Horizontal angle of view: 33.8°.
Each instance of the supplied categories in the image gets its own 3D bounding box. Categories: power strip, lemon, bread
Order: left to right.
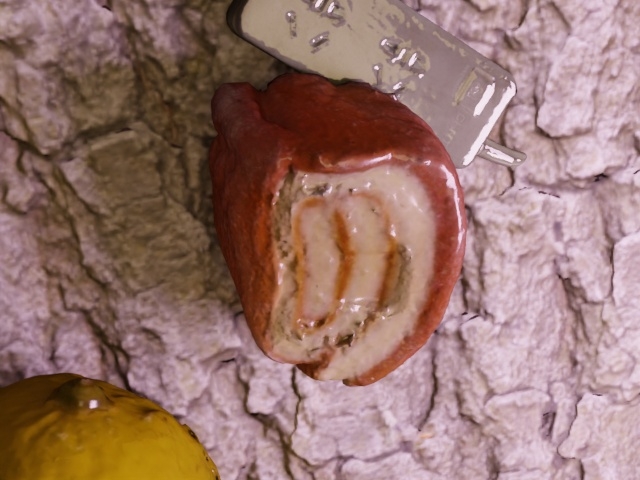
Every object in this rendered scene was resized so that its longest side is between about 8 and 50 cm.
[{"bbox_3d":[-0.195,0.244,0.799,0.261,0.260,0.283,-13,96,-11],"label":"lemon"},{"bbox_3d":[0.013,0.000,0.827,0.190,0.123,0.244,-5,120,-5],"label":"bread"},{"bbox_3d":[0.064,-0.140,0.864,0.288,0.053,0.093,29,97,-19],"label":"power strip"}]
